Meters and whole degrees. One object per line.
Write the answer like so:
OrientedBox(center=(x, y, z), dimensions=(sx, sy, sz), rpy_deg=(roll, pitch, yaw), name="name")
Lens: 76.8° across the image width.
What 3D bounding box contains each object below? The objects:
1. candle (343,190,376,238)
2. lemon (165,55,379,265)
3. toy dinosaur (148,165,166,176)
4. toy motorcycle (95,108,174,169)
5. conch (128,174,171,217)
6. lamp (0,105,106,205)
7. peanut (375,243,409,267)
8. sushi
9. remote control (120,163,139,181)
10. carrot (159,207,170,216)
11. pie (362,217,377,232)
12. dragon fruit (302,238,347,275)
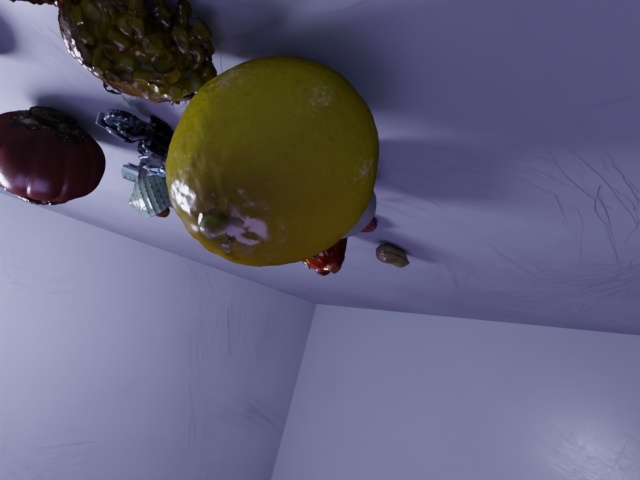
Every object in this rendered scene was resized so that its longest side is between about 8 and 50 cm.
OrientedBox(center=(0.045, -0.105, 1.010), dimensions=(0.188, 0.187, 0.330), rpy_deg=(8, 165, 25), name="candle")
OrientedBox(center=(-0.082, -0.113, 0.666), dimensions=(0.365, 0.363, 0.364), rpy_deg=(14, 165, 4), name="lemon")
OrientedBox(center=(-0.526, -0.233, 1.341), dimensions=(0.081, 0.045, 0.197), rpy_deg=(13, 174, -21), name="toy dinosaur")
OrientedBox(center=(-0.465, -0.261, 1.075), dimensions=(0.159, 0.105, 0.270), rpy_deg=(-1, 163, 29), name="toy motorcycle")
OrientedBox(center=(-0.593, -0.173, 1.446), dimensions=(0.131, 0.200, 0.172), rpy_deg=(54, 178, -20), name="conch")
OrientedBox(center=(-0.778, -0.236, 1.143), dimensions=(0.304, 0.256, 0.303), rpy_deg=(24, -159, -10), name="lamp")
OrientedBox(center=(0.278, 0.061, 1.570), dimensions=(0.175, 0.080, 0.080), rpy_deg=(23, 163, -35), name="peanut")
OrientedBox(center=(-0.299, -0.318, 0.639), dimensions=(0.296, 0.166, 0.179), rpy_deg=(40, 172, -40), name="sushi")
OrientedBox(center=(-0.698, -0.244, 1.488), dimensions=(0.061, 0.029, 0.162), rpy_deg=(23, 167, -21), name="remote control")
OrientedBox(center=(-0.698, -0.146, 1.736), dimensions=(0.087, 0.087, 0.193), rpy_deg=(14, 166, 3), name="carrot")
OrientedBox(center=(0.114, -0.064, 1.352), dimensions=(0.155, 0.036, 0.154), rpy_deg=(15, 165, 4), name="pie")
OrientedBox(center=(-0.017, 0.012, 1.449), dimensions=(0.269, 0.198, 0.200), rpy_deg=(22, 120, -31), name="dragon fruit")
